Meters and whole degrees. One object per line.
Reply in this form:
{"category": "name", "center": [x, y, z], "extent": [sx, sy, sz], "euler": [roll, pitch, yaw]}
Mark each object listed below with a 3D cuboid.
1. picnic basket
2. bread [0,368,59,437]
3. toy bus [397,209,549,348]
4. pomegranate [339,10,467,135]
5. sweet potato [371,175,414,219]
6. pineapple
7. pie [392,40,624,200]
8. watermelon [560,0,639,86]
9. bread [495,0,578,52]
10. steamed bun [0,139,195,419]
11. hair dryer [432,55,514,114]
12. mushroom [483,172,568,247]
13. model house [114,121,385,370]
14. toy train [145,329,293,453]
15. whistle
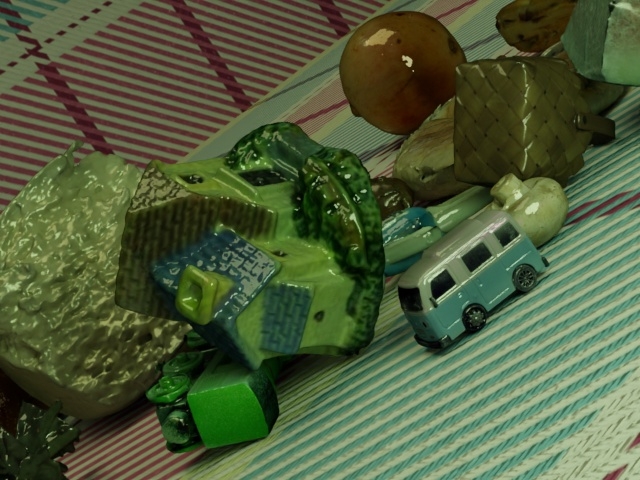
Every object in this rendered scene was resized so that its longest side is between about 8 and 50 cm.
{"category": "picnic basket", "center": [0.218, -0.115, 1.386], "extent": [0.178, 0.137, 0.128], "euler": [2, 0, -43]}
{"category": "bread", "center": [-0.401, 0.164, 1.764], "extent": [0.109, 0.185, 0.380], "euler": [-34, 10, 32]}
{"category": "toy bus", "center": [0.122, 0.030, 1.171], "extent": [0.123, 0.075, 0.060], "euler": [-37, 12, -16]}
{"category": "pomegranate", "center": [0.121, -0.250, 2.051], "extent": [0.191, 0.191, 0.191], "euler": [-32, 12, 7]}
{"category": "sweet potato", "center": [0.000, 0.000, 1.643], "extent": [0.273, 0.075, 0.075], "euler": [-30, 12, 27]}
{"category": "pineapple", "center": [-0.338, 0.265, 1.323], "extent": [0.340, 0.169, 0.169], "euler": [-30, 6, -43]}
{"category": "pie", "center": [0.213, -0.143, 1.649], "extent": [0.337, 0.075, 0.337], "euler": [-34, 16, 11]}
{"category": "watermelon", "center": [0.374, -0.287, 1.323], "extent": [0.387, 0.258, 0.228], "euler": [-18, 11, 33]}
{"category": "bread", "center": [0.383, -0.352, 1.991], "extent": [0.210, 0.099, 0.235], "euler": [-34, 6, -19]}
{"category": "steamed bun", "center": [-0.245, 0.082, 1.629], "extent": [0.290, 0.272, 0.273], "euler": [-38, -30, -20]}
{"category": "hair dryer", "center": [0.253, -0.197, 1.858], "extent": [0.155, 0.044, 0.183], "euler": [-39, 18, -20]}
{"category": "mushroom", "center": [0.183, -0.026, 1.258], "extent": [0.083, 0.067, 0.083], "euler": [-39, 12, 10]}
{"category": "model house", "center": [-0.071, 0.009, 1.252], "extent": [0.189, 0.195, 0.214], "euler": [-10, 35, -41]}
{"category": "toy train", "center": [-0.080, 0.124, 1.334], "extent": [0.119, 0.085, 0.251], "euler": [-15, 15, 18]}
{"category": "whistle", "center": [0.074, 0.011, 1.398], "extent": [0.236, 0.077, 0.114], "euler": [-29, 6, -8]}
